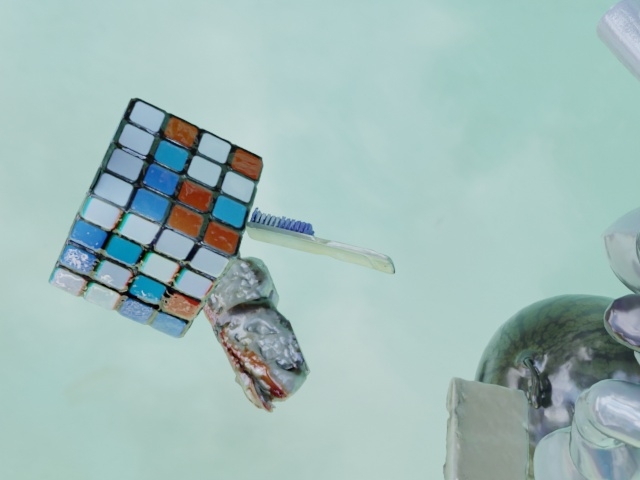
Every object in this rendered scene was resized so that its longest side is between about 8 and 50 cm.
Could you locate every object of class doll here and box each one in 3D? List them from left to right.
[{"bbox_3d":[0.186,0.049,0.573,0.153,0.258,0.195,23,54,34],"label":"doll"}]

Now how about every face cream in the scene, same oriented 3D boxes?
[{"bbox_3d":[0.357,-0.157,1.151,0.057,0.084,0.198,-50,60,28],"label":"face cream"}]

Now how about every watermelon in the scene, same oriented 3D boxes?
[{"bbox_3d":[0.330,0.206,1.431,0.279,0.359,0.279,-19,55,30],"label":"watermelon"}]

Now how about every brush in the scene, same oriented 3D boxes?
[{"bbox_3d":[0.000,0.000,1.221,0.178,0.033,0.030,14,53,25],"label":"brush"}]

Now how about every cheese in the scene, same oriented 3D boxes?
[{"bbox_3d":[0.134,0.280,0.943,0.085,0.034,0.400,17,48,-6],"label":"cheese"}]

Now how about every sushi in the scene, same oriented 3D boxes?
[{"bbox_3d":[-0.103,0.140,1.844,0.130,0.124,0.332,-24,50,-10],"label":"sushi"}]

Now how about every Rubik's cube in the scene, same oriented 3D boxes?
[{"bbox_3d":[-0.167,-0.021,1.183,0.155,0.154,0.151,26,132,-12],"label":"Rubik's cube"}]
